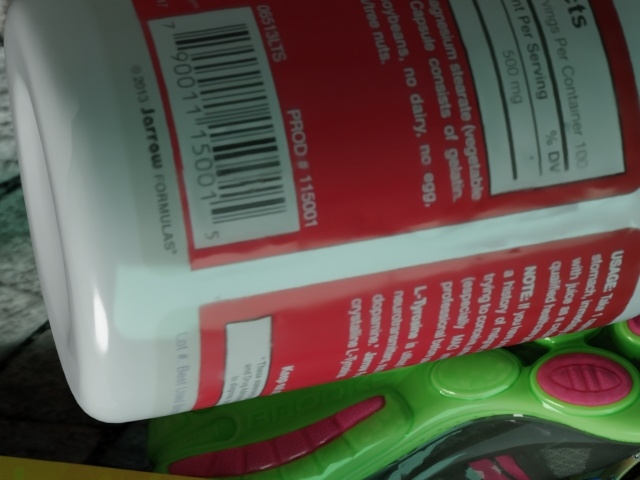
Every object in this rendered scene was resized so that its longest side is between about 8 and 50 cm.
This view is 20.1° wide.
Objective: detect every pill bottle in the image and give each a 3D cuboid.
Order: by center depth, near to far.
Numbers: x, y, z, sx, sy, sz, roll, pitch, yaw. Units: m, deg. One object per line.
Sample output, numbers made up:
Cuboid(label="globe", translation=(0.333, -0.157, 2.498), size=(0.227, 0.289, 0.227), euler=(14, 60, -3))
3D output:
Cuboid(label="pill bottle", translation=(0.054, -0.051, 0.952), size=(0.408, 0.229, 0.229), euler=(-10, 147, -13))

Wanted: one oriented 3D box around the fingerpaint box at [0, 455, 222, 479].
Cuboid(label="fingerpaint box", translation=(-0.281, 0.292, 1.246), size=(0.445, 0.163, 0.371), euler=(6, 144, -4))

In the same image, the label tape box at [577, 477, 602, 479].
Cuboid(label="label tape box", translation=(0.058, 0.316, 1.418), size=(0.106, 0.333, 0.240), euler=(36, 151, -23))

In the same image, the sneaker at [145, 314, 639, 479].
Cuboid(label="sneaker", translation=(0.119, 0.111, 1.303), size=(0.483, 0.185, 0.202), euler=(-10, 155, 4))

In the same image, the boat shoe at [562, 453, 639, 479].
Cuboid(label="boat shoe", translation=(0.278, 0.163, 1.460), size=(0.190, 0.072, 0.068), euler=(-38, 143, 16))
